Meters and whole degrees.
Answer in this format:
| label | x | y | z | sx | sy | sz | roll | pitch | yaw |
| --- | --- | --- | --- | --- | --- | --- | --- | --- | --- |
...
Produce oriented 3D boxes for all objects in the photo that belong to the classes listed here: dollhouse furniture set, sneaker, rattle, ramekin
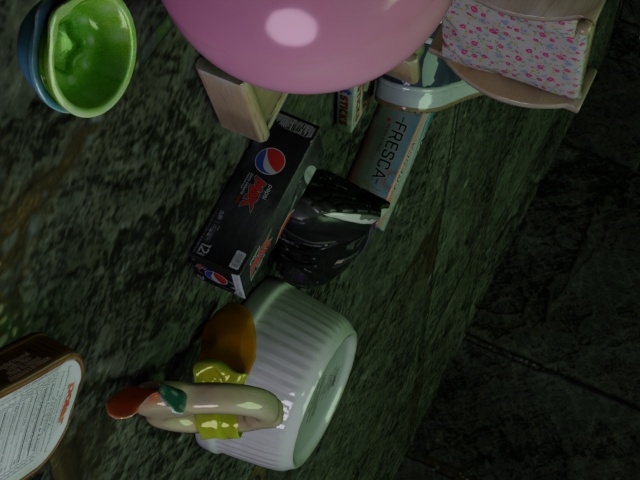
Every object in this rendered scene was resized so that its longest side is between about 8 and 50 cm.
| label | x | y | z | sx | sy | sz | roll | pitch | yaw |
| --- | --- | --- | --- | --- | --- | --- | --- | --- | --- |
| dollhouse furniture set | 0.102 | -0.117 | 1.146 | 0.174 | 0.355 | 0.303 | -63 | 167 | -14 |
| sneaker | 0.000 | 0.000 | 1.490 | 0.124 | 0.107 | 0.283 | -63 | 167 | 7 |
| rattle | -0.116 | 0.108 | 1.288 | 0.199 | 0.130 | 0.143 | 26 | 74 | -50 |
| ramekin | -0.042 | 0.153 | 1.550 | 0.207 | 0.109 | 0.207 | -60 | 164 | -29 |
| sneaker | 0.154 | -0.247 | 1.630 | 0.282 | 0.099 | 0.153 | -32 | 134 | -59 |

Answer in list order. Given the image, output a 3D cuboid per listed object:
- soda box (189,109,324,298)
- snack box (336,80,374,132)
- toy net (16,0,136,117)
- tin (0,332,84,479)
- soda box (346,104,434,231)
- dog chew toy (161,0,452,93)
| label | x | y | z | sx | sy | sz | roll | pitch | yaw |
| --- | --- | --- | --- | --- | --- | --- | --- | --- | --- |
| soda box | -0.057 | -0.035 | 1.308 | 0.169 | 0.053 | 0.060 | -62 | 165 | -21 |
| snack box | 0.040 | -0.193 | 1.492 | 0.178 | 0.022 | 0.064 | 92 | 23 | -56 |
| toy net | -0.179 | -0.102 | 0.667 | 0.232 | 0.045 | 0.122 | -29 | 128 | -50 |
| tin | -0.223 | 0.129 | 0.977 | 0.106 | 0.040 | 0.189 | -67 | 167 | 18 |
| soda box | 0.083 | -0.106 | 1.722 | 0.183 | 0.058 | 0.063 | -66 | 166 | -3 |
| dog chew toy | -0.020 | -0.239 | 0.841 | 0.207 | 0.206 | 0.332 | -61 | 158 | -26 |
